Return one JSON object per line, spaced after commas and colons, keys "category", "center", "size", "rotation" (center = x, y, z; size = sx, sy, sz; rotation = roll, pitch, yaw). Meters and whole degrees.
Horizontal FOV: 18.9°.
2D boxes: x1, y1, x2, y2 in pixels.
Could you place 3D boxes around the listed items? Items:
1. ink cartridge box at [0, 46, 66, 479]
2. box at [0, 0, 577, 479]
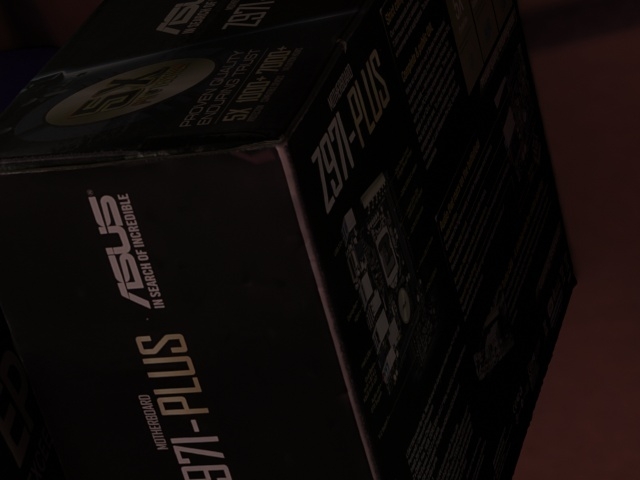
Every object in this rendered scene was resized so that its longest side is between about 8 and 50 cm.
{"category": "ink cartridge box", "center": [-0.081, 0.031, 0.520], "size": [0.045, 0.206, 0.208], "rotation": [-20, 116, 9]}
{"category": "box", "center": [0.000, 0.000, 0.483], "size": [0.077, 0.180, 0.147], "rotation": [-4, 120, 21]}
